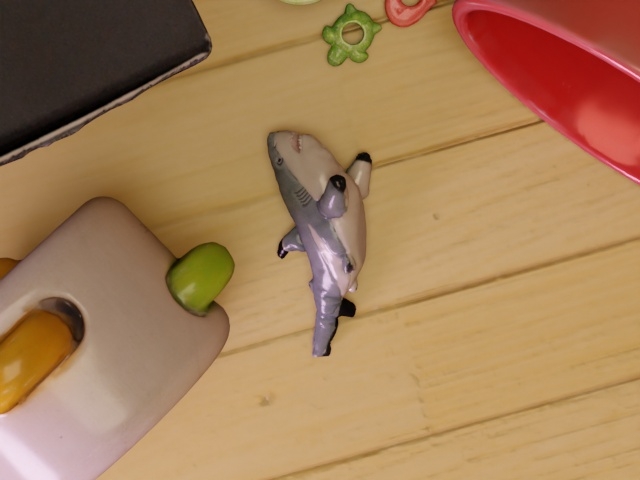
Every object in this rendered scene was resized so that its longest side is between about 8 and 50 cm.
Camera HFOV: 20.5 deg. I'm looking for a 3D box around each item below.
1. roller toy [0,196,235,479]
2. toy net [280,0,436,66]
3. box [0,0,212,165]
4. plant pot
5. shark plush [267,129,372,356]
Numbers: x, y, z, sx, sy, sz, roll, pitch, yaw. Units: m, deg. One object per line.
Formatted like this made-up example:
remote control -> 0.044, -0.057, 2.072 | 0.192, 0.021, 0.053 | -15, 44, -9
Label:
roller toy -> -0.172, 0.071, 1.170 | 0.146, 0.191, 0.209 | 47, 50, -6
toy net -> 0.065, -0.229, 1.212 | 0.232, 0.045, 0.122 | -42, 96, 4
box -> -0.383, -0.210, 0.959 | 0.297, 0.472, 0.480 | -31, 100, -36
plant pot -> 0.262, -0.167, 1.133 | 0.275, 0.275, 0.243 | 35, 85, -6
shark plush -> 0.000, 0.000, 1.253 | 0.067, 0.073, 0.161 | 2, 119, 17
